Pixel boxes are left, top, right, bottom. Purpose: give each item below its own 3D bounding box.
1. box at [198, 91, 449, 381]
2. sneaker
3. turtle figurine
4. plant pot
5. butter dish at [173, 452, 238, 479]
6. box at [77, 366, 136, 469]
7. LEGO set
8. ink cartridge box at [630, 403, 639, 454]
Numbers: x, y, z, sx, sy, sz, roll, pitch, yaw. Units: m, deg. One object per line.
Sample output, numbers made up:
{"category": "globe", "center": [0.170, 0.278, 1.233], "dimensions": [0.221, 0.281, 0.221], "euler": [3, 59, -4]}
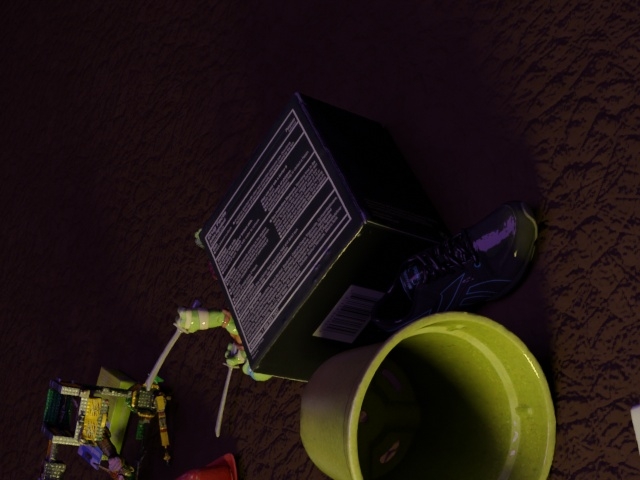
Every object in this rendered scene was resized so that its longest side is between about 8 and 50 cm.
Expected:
{"category": "box", "center": [0.000, 0.000, 1.683], "dimensions": [0.296, 0.183, 0.294], "euler": [-53, 42, 27]}
{"category": "sneaker", "center": [0.172, 0.046, 1.500], "dimensions": [0.267, 0.106, 0.101], "euler": [-50, 42, 30]}
{"category": "turtle figurine", "center": [-0.174, 0.129, 1.870], "dimensions": [0.275, 0.198, 0.266], "euler": [-41, 44, 35]}
{"category": "plant pot", "center": [0.102, 0.225, 1.429], "dimensions": [0.254, 0.276, 0.276], "euler": [-7, 73, 64]}
{"category": "butter dish", "center": [-0.209, 0.436, 1.877], "dimensions": [0.160, 0.118, 0.160], "euler": [-38, 50, 40]}
{"category": "box", "center": [-0.414, 0.346, 2.255], "dimensions": [0.109, 0.042, 0.178], "euler": [18, 94, 55]}
{"category": "LEGO set", "center": [-0.383, 0.380, 2.022], "dimensions": [0.192, 0.255, 0.331], "euler": [-6, 66, 70]}
{"category": "ink cartridge box", "center": [0.461, 0.265, 1.059], "dimensions": [0.324, 0.071, 0.330], "euler": [-31, 58, 44]}
